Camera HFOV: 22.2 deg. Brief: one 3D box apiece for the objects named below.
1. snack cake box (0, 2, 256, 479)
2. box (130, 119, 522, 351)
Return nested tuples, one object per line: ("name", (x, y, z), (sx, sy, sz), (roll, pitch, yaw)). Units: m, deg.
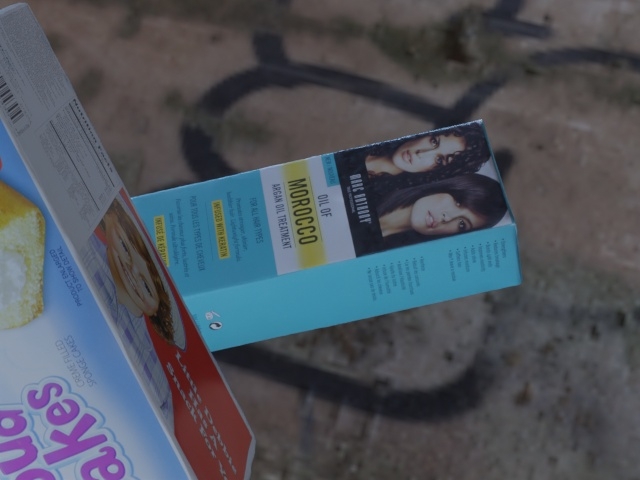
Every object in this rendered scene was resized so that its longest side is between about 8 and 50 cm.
("snack cake box", (-0.129, 0.028, 0.772), (0.152, 0.089, 0.264), (-89, -26, -77))
("box", (0.000, 0.000, 1.056), (0.060, 0.244, 0.100), (76, -179, -47))
